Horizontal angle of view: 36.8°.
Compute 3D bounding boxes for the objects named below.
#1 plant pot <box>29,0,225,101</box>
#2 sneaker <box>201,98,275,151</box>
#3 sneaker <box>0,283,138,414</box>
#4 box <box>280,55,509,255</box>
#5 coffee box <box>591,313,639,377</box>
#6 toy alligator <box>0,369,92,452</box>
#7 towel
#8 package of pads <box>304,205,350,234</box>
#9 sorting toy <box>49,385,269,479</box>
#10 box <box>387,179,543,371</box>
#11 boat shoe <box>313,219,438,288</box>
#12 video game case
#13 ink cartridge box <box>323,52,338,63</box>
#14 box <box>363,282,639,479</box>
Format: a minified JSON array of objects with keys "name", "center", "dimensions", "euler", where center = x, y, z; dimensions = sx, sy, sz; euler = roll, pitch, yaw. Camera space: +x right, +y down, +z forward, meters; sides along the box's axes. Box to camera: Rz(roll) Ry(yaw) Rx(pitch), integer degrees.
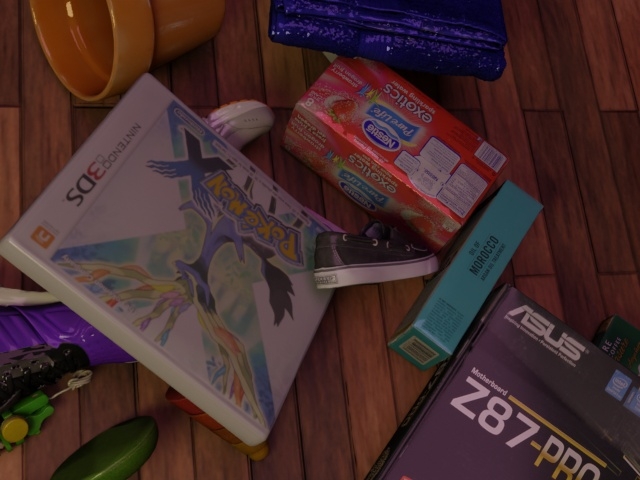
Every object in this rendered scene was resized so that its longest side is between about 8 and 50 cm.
[{"name":"plant pot","center":[-0.229,-0.294,1.195],"dimensions":[0.188,0.205,0.205],"euler":[-23,76,-36]},{"name":"sneaker","center":[-0.153,-0.070,1.180],"dimensions":[0.262,0.099,0.121],"euler":[-34,88,-15]},{"name":"sneaker","center":[-0.320,0.128,1.037],"dimensions":[0.293,0.102,0.146],"euler":[6,54,-3]},{"name":"box","center":[0.091,-0.113,1.231],"dimensions":[0.257,0.123,0.128],"euler":[37,64,3]},{"name":"coffee box","center":[0.424,0.192,1.241],"dimensions":[0.184,0.040,0.113],"euler":[34,67,0]},{"name":"toy alligator","center":[-0.332,0.201,1.049],"dimensions":[0.189,0.056,0.051],"euler":[-23,120,-27]},{"name":"towel","center":[0.089,-0.322,1.223],"dimensions":[0.308,0.076,0.228],"euler":[8,57,-12]},{"name":"package of pads","center":[0.000,0.000,1.215],"dimensions":[0.083,0.032,0.050],"euler":[32,64,0]},{"name":"sorting toy","center":[-0.187,0.260,1.043],"dimensions":[0.365,0.127,0.126],"euler":[-35,104,-25]},{"name":"box","center":[0.182,0.044,1.207],"dimensions":[0.060,0.100,0.244],"euler":[37,66,0]},{"name":"boat shoe","center":[0.067,0.013,1.150],"dimensions":[0.228,0.080,0.076],"euler":[-5,86,-50]},{"name":"video game case","center":[-0.134,0.010,1.043],"dimensions":[0.329,0.036,0.300],"euler":[41,45,-15]},{"name":"ink cartridge box","center":[0.068,-0.350,1.338],"dimensions":[0.208,0.087,0.153],"euler":[-34,81,-24]},{"name":"box","center":[0.282,0.292,1.122],"dimensions":[0.395,0.097,0.318],"euler":[37,72,2]}]
